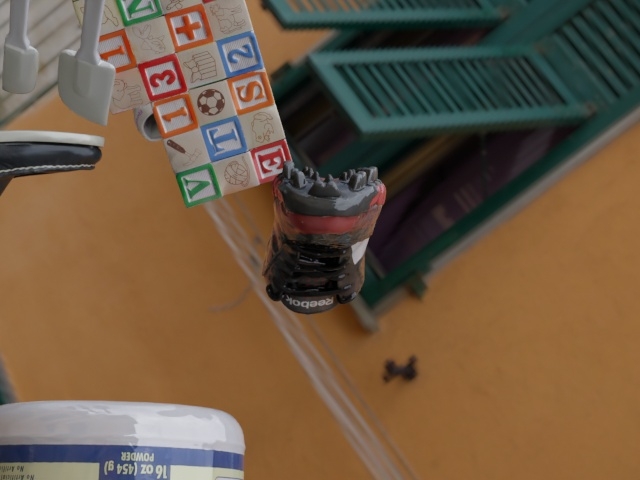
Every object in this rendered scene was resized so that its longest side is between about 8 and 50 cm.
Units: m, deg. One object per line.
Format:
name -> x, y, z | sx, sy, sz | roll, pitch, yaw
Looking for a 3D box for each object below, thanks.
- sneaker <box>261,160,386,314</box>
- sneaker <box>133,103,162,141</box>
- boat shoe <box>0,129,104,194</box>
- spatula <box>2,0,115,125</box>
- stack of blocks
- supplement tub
sneaker -> 0.000, 0.000, 1.139 | 0.276, 0.098, 0.135 | 154, -58, -87
sneaker -> -0.204, -0.212, 1.659 | 0.305, 0.152, 0.114 | 36, -35, 33
boat shoe -> -0.394, -0.054, 1.349 | 0.127, 0.340, 0.113 | 176, -91, -75
spatula -> -0.236, -0.179, 0.992 | 0.168, 0.019, 0.242 | 20, -32, -2
stack of blocks -> -0.151, -0.191, 1.390 | 0.087, 0.171, 0.297 | -112, -176, -65
supplement tub -> -0.182, 0.304, 1.076 | 0.235, 0.236, 0.324 | 34, 54, -68
